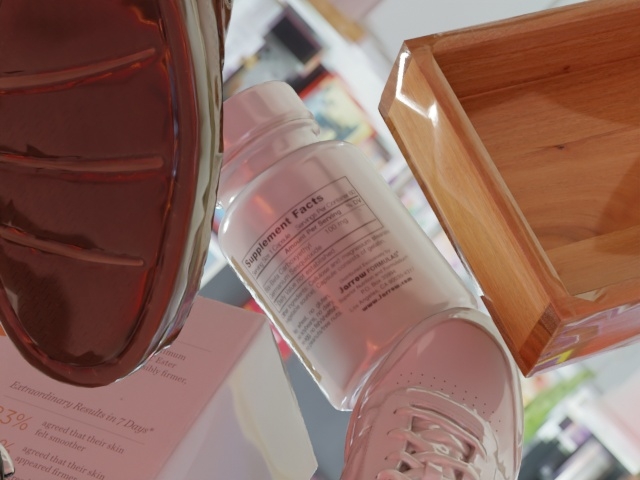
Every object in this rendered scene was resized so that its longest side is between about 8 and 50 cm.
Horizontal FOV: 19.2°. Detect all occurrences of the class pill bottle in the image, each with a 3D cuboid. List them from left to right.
[{"bbox_3d":[0.000,0.000,1.394,0.229,0.131,0.131,53,-179,17],"label":"pill bottle"}]

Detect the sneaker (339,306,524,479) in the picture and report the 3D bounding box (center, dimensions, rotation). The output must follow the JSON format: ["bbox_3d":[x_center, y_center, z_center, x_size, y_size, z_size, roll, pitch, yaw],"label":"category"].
[{"bbox_3d":[0.062,0.164,1.085,0.114,0.305,0.152,23,151,-4],"label":"sneaker"}]

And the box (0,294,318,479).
[{"bbox_3d":[-0.188,0.196,1.227,0.215,0.345,0.168,15,142,29],"label":"box"}]

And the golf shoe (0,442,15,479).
[{"bbox_3d":[-0.179,0.090,0.750,0.077,0.094,0.198,-15,114,49],"label":"golf shoe"}]

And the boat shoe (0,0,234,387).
[{"bbox_3d":[-0.073,-0.100,0.742,0.111,0.307,0.104,6,-168,23],"label":"boat shoe"}]

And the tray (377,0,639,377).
[{"bbox_3d":[0.263,-0.065,1.182,0.203,0.411,0.076,63,152,26],"label":"tray"}]
